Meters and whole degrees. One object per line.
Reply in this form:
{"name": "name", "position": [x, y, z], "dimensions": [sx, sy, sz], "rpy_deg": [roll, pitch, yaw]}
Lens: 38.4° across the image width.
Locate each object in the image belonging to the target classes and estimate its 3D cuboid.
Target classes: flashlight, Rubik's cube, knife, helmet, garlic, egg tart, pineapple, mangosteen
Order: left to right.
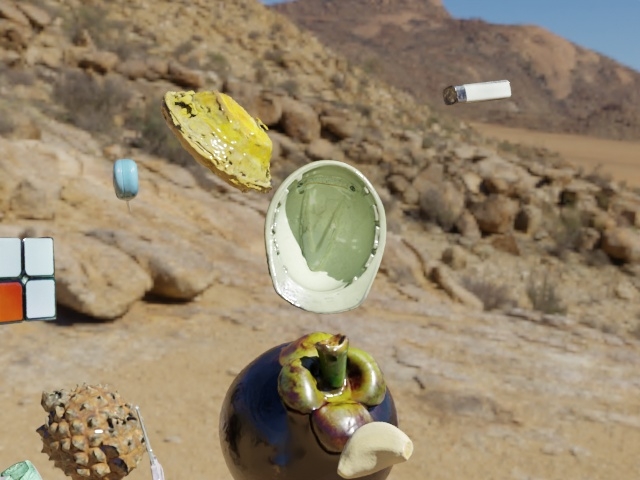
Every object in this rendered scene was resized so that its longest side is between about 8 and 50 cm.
{"name": "Rubik's cube", "position": [-0.632, 0.077, 1.759], "dimensions": [0.183, 0.167, 0.180], "rpy_deg": [-4, -2, 27]}
{"name": "pineapple", "position": [-0.374, 0.304, 1.478], "dimensions": [0.193, 0.166, 0.166], "rpy_deg": [42, -2, -15]}
{"name": "knife", "position": [-0.262, -0.073, 1.243], "dimensions": [0.032, 0.058, 0.244], "rpy_deg": [-9, -1, -11]}
{"name": "egg tart", "position": [-0.087, -0.096, 0.826], "dimensions": [0.130, 0.052, 0.130], "rpy_deg": [40, 13, -11]}
{"name": "mangosteen", "position": [-0.006, 0.301, 1.460], "dimensions": [0.297, 0.297, 0.313], "rpy_deg": [-1, -4, -30]}
{"name": "helmet", "position": [-0.001, 0.005, 1.562], "dimensions": [0.204, 0.257, 0.137], "rpy_deg": [11, -13, -7]}
{"name": "garlic", "position": [0.058, 0.216, 0.958], "dimensions": [0.083, 0.041, 0.053], "rpy_deg": [-21, 28, 27]}
{"name": "flashlight", "position": [0.151, -0.142, 0.885], "dimensions": [0.083, 0.018, 0.018], "rpy_deg": [-13, 4, -41]}

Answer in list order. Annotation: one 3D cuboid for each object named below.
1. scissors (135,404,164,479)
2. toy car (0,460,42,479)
{"name": "scissors", "position": [-0.260, 0.331, 1.411], "dimensions": [0.015, 0.189, 0.100], "rpy_deg": [-13, 25, -9]}
{"name": "toy car", "position": [-0.411, 0.362, 1.138], "dimensions": [0.076, 0.090, 0.224], "rpy_deg": [-21, 12, 14]}
